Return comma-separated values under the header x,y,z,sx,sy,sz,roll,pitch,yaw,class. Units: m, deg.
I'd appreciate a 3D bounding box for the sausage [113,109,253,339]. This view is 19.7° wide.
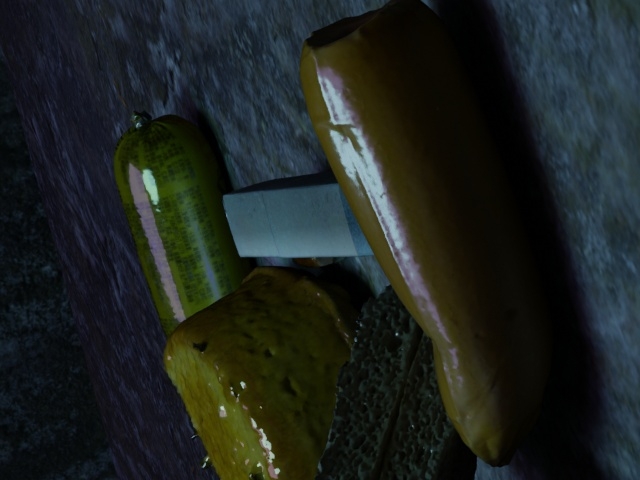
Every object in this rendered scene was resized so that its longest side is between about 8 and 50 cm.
x,y,z,sx,sy,sz,roll,pitch,yaw,class
-0.150,0.009,2.139,0.123,0.123,0.347,22,131,68,sausage

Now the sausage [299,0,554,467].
x,y,z,sx,sy,sz,roll,pitch,yaw,class
0.094,-0.001,1.350,0.134,0.116,0.354,-62,-50,-72,sausage

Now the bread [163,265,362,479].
x,y,z,sx,sy,sz,roll,pitch,yaw,class
-0.019,0.159,1.775,0.340,0.194,0.179,60,161,22,bread

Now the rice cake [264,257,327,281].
x,y,z,sx,sy,sz,roll,pitch,yaw,class
-0.043,0.012,1.965,0.207,0.033,0.033,-142,44,-59,rice cake

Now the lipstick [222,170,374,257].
x,y,z,sx,sy,sz,roll,pitch,yaw,class
0.008,-0.025,1.619,0.317,0.066,0.068,-2,107,65,lipstick

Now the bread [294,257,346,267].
x,y,z,sx,sy,sz,roll,pitch,yaw,class
0.000,0.000,1.792,0.109,0.043,0.062,96,151,-55,bread

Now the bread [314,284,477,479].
x,y,z,sx,sy,sz,roll,pitch,yaw,class
0.063,0.196,1.443,0.183,0.102,0.337,78,-157,-43,bread
